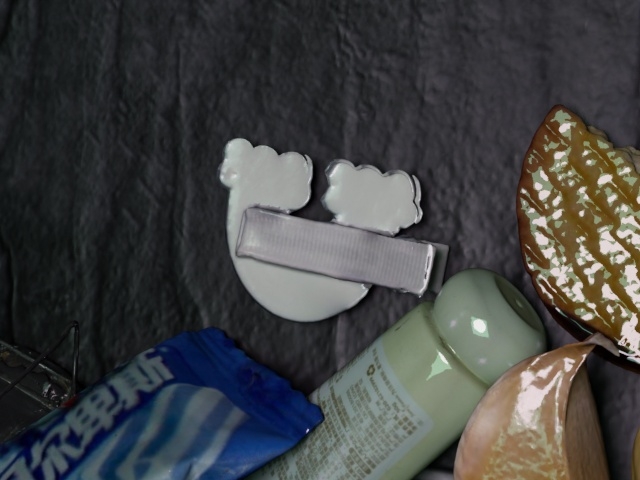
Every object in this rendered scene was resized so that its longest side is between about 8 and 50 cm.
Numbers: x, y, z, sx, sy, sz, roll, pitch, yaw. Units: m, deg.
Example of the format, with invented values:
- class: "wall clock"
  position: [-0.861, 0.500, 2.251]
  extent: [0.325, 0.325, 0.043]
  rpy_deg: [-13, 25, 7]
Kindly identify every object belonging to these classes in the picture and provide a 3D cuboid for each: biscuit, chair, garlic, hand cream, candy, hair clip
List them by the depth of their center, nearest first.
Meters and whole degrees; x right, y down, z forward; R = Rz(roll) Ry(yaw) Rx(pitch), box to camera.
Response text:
- class: "garlic"
  position: [0.149, 0.162, 0.856]
  extent: [0.115, 0.128, 0.207]
  rpy_deg: [-6, 95, 6]
- class: "biscuit"
  position: [0.233, -0.002, 0.898]
  extent: [0.176, 0.031, 0.229]
  rpy_deg: [-20, 75, 22]
- class: "candy"
  position: [-0.173, 0.180, 0.934]
  extent: [0.331, 0.077, 0.187]
  rpy_deg: [-32, 38, -19]
- class: "hand cream"
  position: [0.036, 0.143, 0.941]
  extent: [0.306, 0.093, 0.147]
  rpy_deg: [-41, 42, 17]
- class: "hair clip"
  position: [0.000, 0.000, 1.000]
  extent: [0.220, 0.054, 0.140]
  rpy_deg: [12, 95, 28]
- class: "chair"
  position: [-0.287, 0.158, 1.094]
  extent: [0.140, 0.221, 0.145]
  rpy_deg: [25, 53, 26]

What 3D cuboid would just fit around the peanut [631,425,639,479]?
- class: "peanut"
  position: [0.307, 0.215, 0.738]
  extent: [0.147, 0.147, 0.319]
  rpy_deg: [-41, 59, 17]
